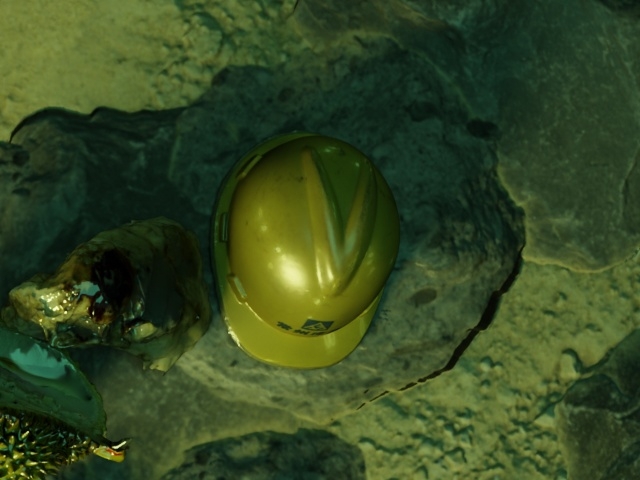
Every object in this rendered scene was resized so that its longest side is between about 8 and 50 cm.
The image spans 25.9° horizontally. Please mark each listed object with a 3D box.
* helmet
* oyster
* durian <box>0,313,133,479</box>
[{"bbox_3d":[0.000,0.000,1.426,0.205,0.140,0.257,8,79,-18],"label":"helmet"},{"bbox_3d":[-0.189,0.052,1.352,0.233,0.107,0.161,-6,78,-44],"label":"oyster"},{"bbox_3d":[-0.302,0.176,1.295,0.237,0.193,0.138,27,115,-3],"label":"durian"}]
